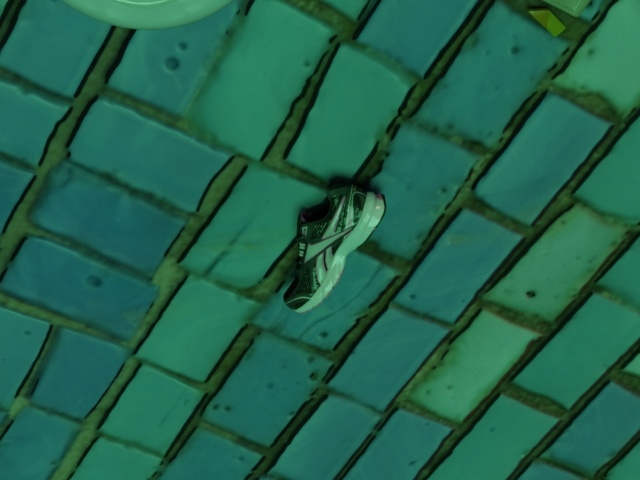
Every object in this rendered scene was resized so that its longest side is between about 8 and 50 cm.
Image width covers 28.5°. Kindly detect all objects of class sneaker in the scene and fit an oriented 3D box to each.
[{"bbox_3d":[0.000,0.000,1.461,0.077,0.072,0.178,30,112,-11],"label":"sneaker"}]

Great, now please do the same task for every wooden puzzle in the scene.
[{"bbox_3d":[0.257,-0.271,1.301,0.078,0.014,0.116,26,121,-27],"label":"wooden puzzle"}]

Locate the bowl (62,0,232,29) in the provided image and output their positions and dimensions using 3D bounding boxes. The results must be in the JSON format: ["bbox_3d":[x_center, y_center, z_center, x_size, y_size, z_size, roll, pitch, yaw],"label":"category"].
[{"bbox_3d":[-0.165,-0.307,1.162,0.297,0.134,0.298,-2,128,-3],"label":"bowl"}]
